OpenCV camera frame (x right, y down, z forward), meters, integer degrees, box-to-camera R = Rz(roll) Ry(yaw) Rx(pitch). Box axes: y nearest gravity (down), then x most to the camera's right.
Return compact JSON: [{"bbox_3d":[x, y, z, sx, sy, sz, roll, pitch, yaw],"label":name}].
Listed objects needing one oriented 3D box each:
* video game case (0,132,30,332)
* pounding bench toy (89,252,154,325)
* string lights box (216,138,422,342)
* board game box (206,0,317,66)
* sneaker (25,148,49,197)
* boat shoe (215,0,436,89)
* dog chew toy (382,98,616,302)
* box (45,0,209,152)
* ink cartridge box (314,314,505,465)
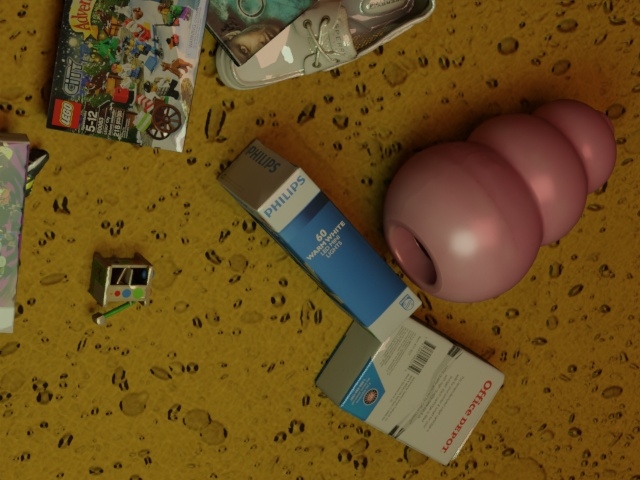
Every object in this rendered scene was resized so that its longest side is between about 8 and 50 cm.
[{"bbox_3d":[-0.439,-0.011,1.926,0.210,0.042,0.232,3,107,-19],"label":"video game case"},{"bbox_3d":[-0.237,0.061,2.062,0.065,0.052,0.083,1,107,-27],"label":"pounding bench toy"},{"bbox_3d":[0.000,0.000,2.111,0.077,0.133,0.259,-46,121,-4],"label":"string lights box"},{"bbox_3d":[-0.106,-0.310,1.977,0.126,0.026,0.186,-42,103,-8],"label":"board game box"},{"bbox_3d":[-0.341,-0.071,1.978,0.083,0.031,0.035,-41,127,2],"label":"sneaker"},{"bbox_3d":[0.009,-0.251,2.046,0.277,0.096,0.098,-27,120,-15],"label":"boat shoe"},{"bbox_3d":[0.240,-0.066,2.177,0.332,0.206,0.206,-34,120,-21],"label":"dog chew toy"},{"bbox_3d":[-0.212,-0.227,1.941,0.159,0.044,0.233,9,105,-6],"label":"box"},{"bbox_3d":[0.119,0.183,2.265,0.203,0.086,0.148,32,92,-32],"label":"ink cartridge box"}]
